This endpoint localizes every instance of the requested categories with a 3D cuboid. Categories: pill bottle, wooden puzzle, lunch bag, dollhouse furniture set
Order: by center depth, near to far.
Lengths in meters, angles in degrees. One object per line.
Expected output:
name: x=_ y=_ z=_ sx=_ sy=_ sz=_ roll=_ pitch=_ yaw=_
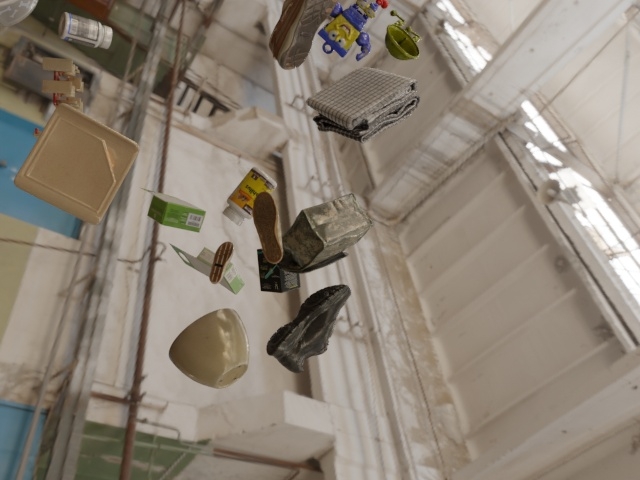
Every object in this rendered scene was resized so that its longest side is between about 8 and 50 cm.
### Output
wooden puzzle: x=-0.608 y=-0.189 z=1.513 sx=0.239 sy=0.221 sz=0.044 roll=-62 pitch=-161 yaw=-4
pill bottle: x=-0.697 y=-0.620 z=1.785 sx=0.078 sy=0.137 sz=0.078 roll=-8 pitch=-100 yaw=50
lunch bag: x=0.000 y=0.000 z=2.022 sx=0.169 sy=0.235 sz=0.287 roll=58 pitch=-39 yaw=14
dollhouse furniture set: x=-0.902 y=-0.477 z=2.055 sx=0.262 sy=0.135 sz=0.259 roll=174 pitch=-83 yaw=-76
pill bottle: x=-0.270 y=-0.162 z=2.252 sx=0.215 sy=0.117 sz=0.117 roll=-52 pitch=-153 yaw=-2

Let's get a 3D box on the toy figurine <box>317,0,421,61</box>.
toy figurine: x=0.106 y=-0.634 z=1.818 sx=0.217 sy=0.362 sz=0.191 roll=-39 pitch=-162 yaw=33

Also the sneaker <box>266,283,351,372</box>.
sneaker: x=-0.013 y=0.236 z=1.631 sx=0.286 sy=0.130 sz=0.109 roll=-44 pitch=-163 yaw=-13

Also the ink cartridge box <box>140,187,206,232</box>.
ink cartridge box: x=-0.624 y=-0.127 z=2.484 sx=0.255 sy=0.188 sz=0.097 roll=24 pitch=-83 yaw=44

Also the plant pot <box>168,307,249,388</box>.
plant pot: x=-0.358 y=0.404 z=2.107 sx=0.191 sy=0.284 sz=0.284 roll=48 pitch=-64 yaw=25

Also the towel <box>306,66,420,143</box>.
towel: x=0.134 y=-0.418 z=1.869 sx=0.283 sy=0.121 sz=0.235 roll=-37 pitch=-135 yaw=-22

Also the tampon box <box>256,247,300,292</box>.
tampon box: x=-0.154 y=0.104 z=2.220 sx=0.120 sy=0.101 sz=0.161 roll=1 pitch=-81 yaw=43

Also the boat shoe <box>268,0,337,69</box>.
boat shoe: x=-0.055 y=-0.639 z=1.670 sx=0.116 sy=0.123 sz=0.324 roll=47 pitch=-60 yaw=22

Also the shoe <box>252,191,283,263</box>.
shoe: x=-0.156 y=-0.036 z=1.788 sx=0.058 sy=0.076 sz=0.219 roll=94 pitch=-13 yaw=-83

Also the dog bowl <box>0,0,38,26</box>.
dog bowl: x=-1.090 y=-0.865 z=1.928 sx=0.102 sy=0.348 sz=0.349 roll=-23 pitch=-131 yaw=60

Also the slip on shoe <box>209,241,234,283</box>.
slip on shoe: x=-0.298 y=0.068 z=1.810 sx=0.041 sy=0.051 sz=0.135 roll=112 pitch=-7 yaw=-75

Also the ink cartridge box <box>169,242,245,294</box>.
ink cartridge box: x=-0.374 y=0.077 z=1.994 sx=0.056 sy=0.235 sz=0.171 roll=-53 pitch=158 yaw=-18
